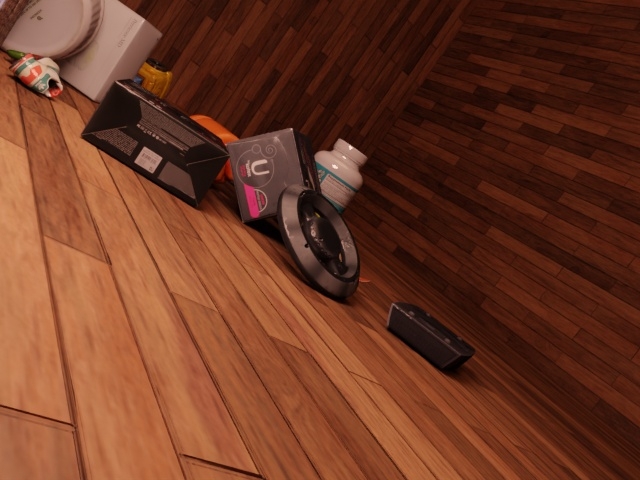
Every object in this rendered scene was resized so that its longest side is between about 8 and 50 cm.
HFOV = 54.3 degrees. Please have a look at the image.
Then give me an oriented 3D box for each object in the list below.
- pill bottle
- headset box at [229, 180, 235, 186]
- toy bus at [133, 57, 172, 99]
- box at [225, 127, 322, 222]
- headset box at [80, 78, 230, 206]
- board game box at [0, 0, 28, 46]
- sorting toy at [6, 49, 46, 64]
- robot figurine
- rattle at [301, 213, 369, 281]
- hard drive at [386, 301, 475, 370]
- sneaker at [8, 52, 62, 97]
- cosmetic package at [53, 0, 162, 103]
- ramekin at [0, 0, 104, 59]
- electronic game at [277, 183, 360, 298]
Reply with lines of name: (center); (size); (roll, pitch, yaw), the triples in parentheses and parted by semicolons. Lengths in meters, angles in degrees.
pill bottle: (0.010, -0.127, 1.599); (0.146, 0.264, 0.146); (35, 5, -3)
headset box: (-0.236, -0.190, 1.722); (0.083, 0.062, 0.032); (41, 7, 39)
toy bus: (-0.638, -0.545, 2.071); (0.220, 0.149, 0.211); (32, 22, -3)
box: (-0.090, -0.138, 1.335); (0.270, 0.143, 0.165); (-41, 119, -82)
headset box: (-0.291, -0.189, 1.136); (0.218, 0.110, 0.293); (33, 6, -17)
board game box: (-0.656, -0.511, 1.080); (0.291, 0.232, 0.141); (34, 5, -19)
sorting toy: (-0.567, -0.343, 1.224); (0.061, 0.042, 0.102); (21, 14, 15)
robot figurine: (-0.258, -0.210, 1.433); (0.219, 0.158, 0.128); (39, -20, 40)
rattle: (0.001, 0.038, 1.374); (0.199, 0.143, 0.130); (49, 36, -8)
hard drive: (0.219, 0.190, 1.239); (0.172, 0.054, 0.255); (37, 6, 20)
sneaker: (-0.496, -0.287, 1.120); (0.075, 0.057, 0.161); (51, 1, -12)
cosmetic package: (-0.545, -0.478, 1.489); (0.225, 0.224, 0.138); (34, 5, -1)
ramekin: (-0.588, -0.495, 1.280); (0.273, 0.273, 0.127); (32, 19, -28)
electronic game: (0.000, 0.000, 1.138); (0.229, 0.048, 0.229); (41, 33, -35)
